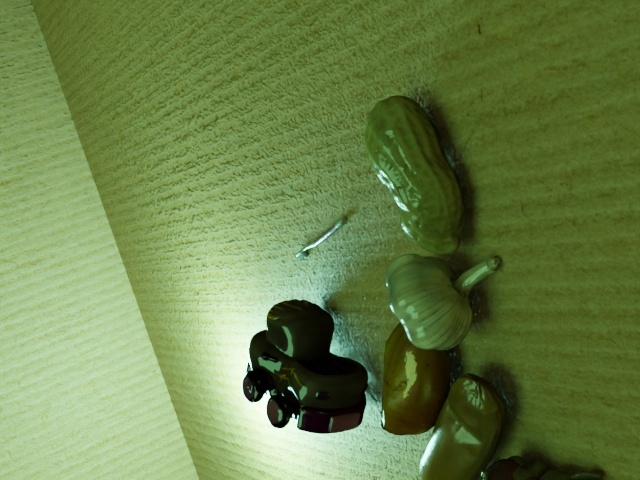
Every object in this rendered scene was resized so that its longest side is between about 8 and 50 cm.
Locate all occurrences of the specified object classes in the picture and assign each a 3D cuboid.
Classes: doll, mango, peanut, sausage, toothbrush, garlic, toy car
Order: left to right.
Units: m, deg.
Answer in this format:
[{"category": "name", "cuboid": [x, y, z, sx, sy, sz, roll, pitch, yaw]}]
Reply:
[{"category": "toy car", "cuboid": [-0.026, 0.295, 2.232, 0.340, 0.271, 0.240, 31, 114, 45]}, {"category": "toothbrush", "cuboid": [0.000, 0.000, 2.190, 0.025, 0.020, 0.286, 57, 152, 3]}, {"category": "mango", "cuboid": [0.195, 0.268, 1.908, 0.187, 0.138, 0.257, -100, 13, -45]}, {"category": "peanut", "cuboid": [0.176, -0.116, 1.696, 0.306, 0.147, 0.147, 63, 152, 1]}, {"category": "garlic", "cuboid": [0.240, 0.085, 1.730, 0.226, 0.199, 0.199, -37, 73, 27]}, {"category": "sausage", "cuboid": [0.289, 0.383, 1.846, 0.134, 0.116, 0.354, 54, 146, 33]}, {"category": "doll", "cuboid": [0.402, 0.492, 1.682, 0.256, 0.152, 0.196, 8, 106, 46]}]
